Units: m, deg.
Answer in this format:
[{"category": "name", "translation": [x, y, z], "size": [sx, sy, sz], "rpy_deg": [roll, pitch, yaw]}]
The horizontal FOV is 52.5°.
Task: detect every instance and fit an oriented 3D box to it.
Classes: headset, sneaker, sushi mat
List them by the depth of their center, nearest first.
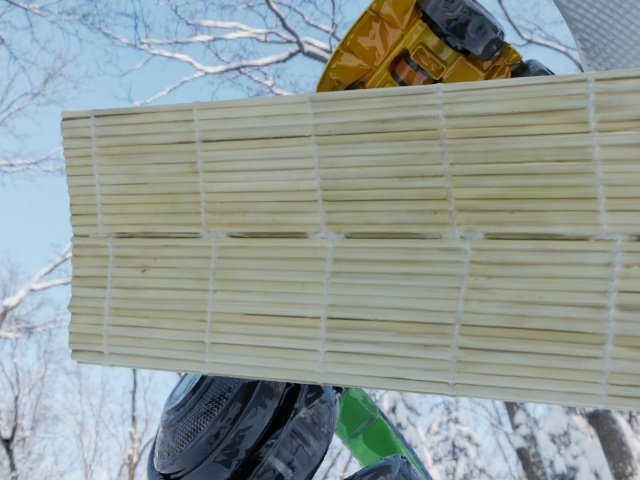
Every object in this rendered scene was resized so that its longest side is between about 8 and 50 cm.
[{"category": "sushi mat", "translation": [0.000, 0.000, 0.332], "size": [0.317, 0.151, 0.019], "rpy_deg": [1, 1, 19]}, {"category": "headset", "translation": [0.009, 0.151, 0.427], "size": [0.185, 0.243, 0.394], "rpy_deg": [-46, -6, 11]}, {"category": "sneaker", "translation": [0.249, -0.235, 0.483], "size": [0.161, 0.102, 0.282], "rpy_deg": [-60, -31, -3]}]

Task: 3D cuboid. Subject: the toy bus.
[{"category": "toy bus", "translation": [0.127, -0.141, 0.614], "size": [0.220, 0.211, 0.149], "rpy_deg": [38, -63, -7]}]
